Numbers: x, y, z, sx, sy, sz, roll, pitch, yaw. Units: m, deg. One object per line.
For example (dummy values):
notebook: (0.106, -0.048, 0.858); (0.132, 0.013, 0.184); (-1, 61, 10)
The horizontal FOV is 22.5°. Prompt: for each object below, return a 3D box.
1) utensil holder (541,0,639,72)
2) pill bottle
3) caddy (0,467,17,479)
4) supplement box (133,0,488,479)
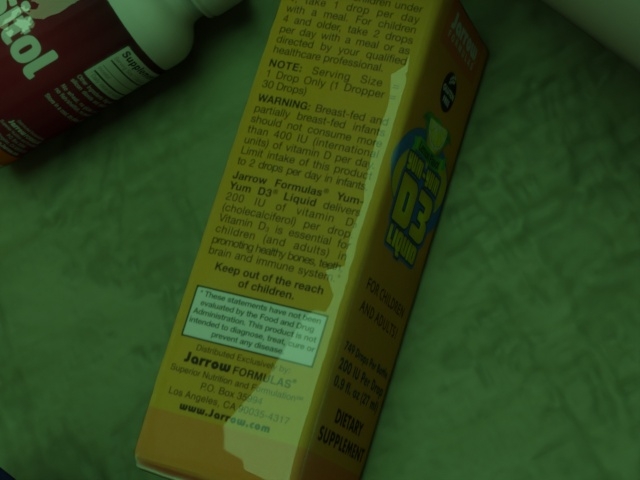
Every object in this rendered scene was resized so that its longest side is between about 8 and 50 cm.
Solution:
utensil holder: (0.098, -0.274, 0.591); (0.385, 0.327, 0.327); (43, 91, 16)
pill bottle: (-0.117, -0.104, 0.763); (0.152, 0.086, 0.086); (-30, 65, 9)
caddy: (-0.191, 0.179, 0.575); (0.179, 0.341, 0.241); (33, 86, 8)
supplement box: (0.000, 0.000, 0.691); (0.080, 0.078, 0.233); (11, 78, 23)
